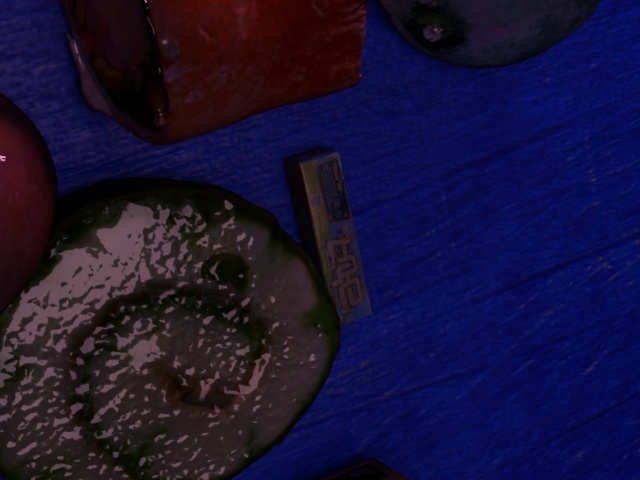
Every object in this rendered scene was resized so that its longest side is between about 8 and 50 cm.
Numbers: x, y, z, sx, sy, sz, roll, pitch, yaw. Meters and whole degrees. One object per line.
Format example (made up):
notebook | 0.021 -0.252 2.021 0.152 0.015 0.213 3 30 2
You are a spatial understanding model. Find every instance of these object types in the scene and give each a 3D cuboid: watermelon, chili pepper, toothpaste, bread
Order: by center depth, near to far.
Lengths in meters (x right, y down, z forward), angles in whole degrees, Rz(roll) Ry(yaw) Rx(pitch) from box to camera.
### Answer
chili pepper | -0.074 -0.236 1.128 0.305 0.229 0.251 -15 91 -22
bread | -0.170 0.126 1.212 0.366 0.129 0.382 14 96 -29
watermelon | 0.162 -0.289 1.252 0.322 0.188 0.175 34 81 -23
toothpaste | 0.000 0.000 1.317 0.070 0.044 0.193 -20 109 -22

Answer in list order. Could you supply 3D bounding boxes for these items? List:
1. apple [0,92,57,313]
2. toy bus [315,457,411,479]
apple | -0.373 -0.021 0.997 0.306 0.305 0.235 7 122 -28
toy bus | -0.020 0.355 1.325 0.289 0.157 0.139 -20 115 -24
